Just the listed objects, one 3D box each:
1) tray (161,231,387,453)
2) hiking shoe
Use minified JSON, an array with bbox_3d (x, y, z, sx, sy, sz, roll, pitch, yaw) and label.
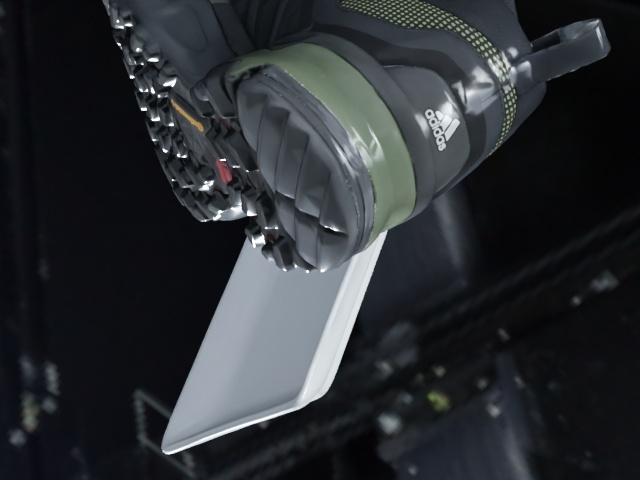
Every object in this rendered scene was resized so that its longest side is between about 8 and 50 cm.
[{"bbox_3d":[0.000,0.000,1.034,0.145,0.030,0.270,-24,-143,50],"label":"tray"},{"bbox_3d":[0.005,-0.056,0.579,0.114,0.086,0.227,-23,-155,-12],"label":"hiking shoe"}]
